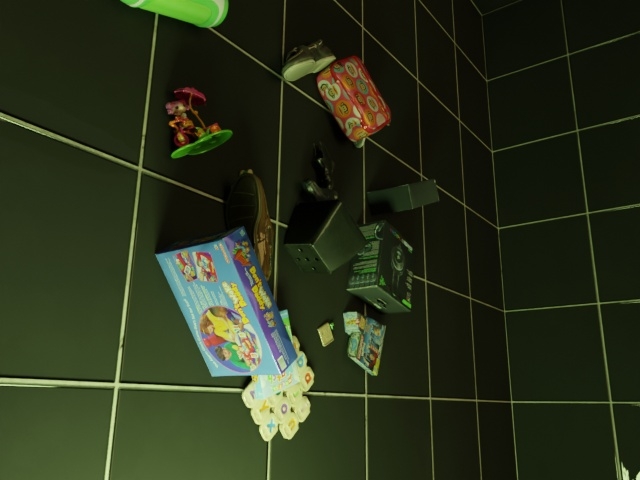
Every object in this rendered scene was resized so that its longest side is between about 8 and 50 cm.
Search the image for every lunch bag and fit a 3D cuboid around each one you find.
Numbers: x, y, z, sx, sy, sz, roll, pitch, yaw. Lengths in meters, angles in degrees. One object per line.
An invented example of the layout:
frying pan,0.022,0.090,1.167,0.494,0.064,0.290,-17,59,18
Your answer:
lunch bag,0.135,-0.528,2.124,0.293,0.120,0.258,59,39,-7

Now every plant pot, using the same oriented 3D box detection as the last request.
plant pot,0.000,0.000,1.779,0.167,0.187,0.188,-54,125,-32

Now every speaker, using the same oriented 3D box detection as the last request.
speaker,-0.375,-0.629,1.457,0.296,0.131,0.131,-9,88,-55

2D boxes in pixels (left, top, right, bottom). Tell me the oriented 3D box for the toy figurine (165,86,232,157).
toy figurine,-0.337,-0.311,1.469,0.173,0.130,0.159,-26,89,-29

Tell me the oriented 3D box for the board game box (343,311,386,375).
board game box,0.141,0.337,1.977,0.194,0.060,0.194,45,48,-37

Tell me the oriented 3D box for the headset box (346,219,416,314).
headset box,0.227,0.112,2.097,0.246,0.131,0.283,39,52,-42

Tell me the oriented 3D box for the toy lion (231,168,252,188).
toy lion,-0.206,-0.149,1.652,0.096,0.034,0.100,60,39,-37

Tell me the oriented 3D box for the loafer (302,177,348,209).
loafer,0.017,-0.143,1.906,0.078,0.076,0.223,-47,133,-2

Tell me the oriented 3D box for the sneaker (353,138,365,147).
sneaker,0.163,-0.420,2.219,0.061,0.054,0.152,35,53,-48

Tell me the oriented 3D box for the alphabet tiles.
alphabet tiles,-0.116,0.413,1.629,0.278,0.021,0.284,-45,117,-49

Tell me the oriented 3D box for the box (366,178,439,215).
box,0.331,-0.174,2.274,0.261,0.184,0.103,-17,95,-54

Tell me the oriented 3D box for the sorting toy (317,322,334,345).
sorting toy,0.023,0.299,1.862,0.083,0.012,0.062,-26,98,-51

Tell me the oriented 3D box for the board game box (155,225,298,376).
board game box,-0.223,0.155,1.365,0.078,0.233,0.347,-39,113,-51

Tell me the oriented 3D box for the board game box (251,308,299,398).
board game box,-0.134,0.309,1.579,0.160,0.039,0.211,-9,90,-55

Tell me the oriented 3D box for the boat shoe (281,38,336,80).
boat shoe,-0.058,-0.613,1.929,0.095,0.112,0.335,55,33,-3

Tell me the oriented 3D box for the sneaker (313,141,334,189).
sneaker,0.006,-0.249,1.959,0.089,0.051,0.170,40,46,-42

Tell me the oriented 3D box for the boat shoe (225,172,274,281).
boat shoe,-0.188,-0.030,1.586,0.104,0.111,0.307,-1,93,-61
